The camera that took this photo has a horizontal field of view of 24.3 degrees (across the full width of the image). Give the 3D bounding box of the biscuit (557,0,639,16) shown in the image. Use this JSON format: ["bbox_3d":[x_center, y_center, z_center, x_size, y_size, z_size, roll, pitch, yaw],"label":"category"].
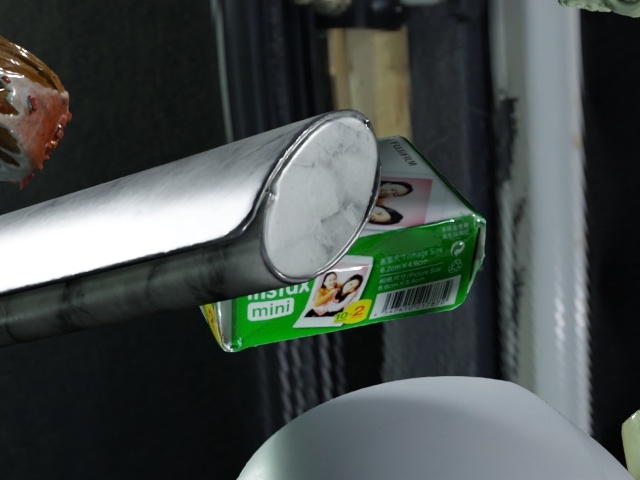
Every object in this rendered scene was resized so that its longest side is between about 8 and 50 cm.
[{"bbox_3d":[0.307,-0.300,1.296,0.335,0.078,0.329,46,-62,17],"label":"biscuit"}]

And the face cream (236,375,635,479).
[{"bbox_3d":[0.042,0.247,0.678,0.312,0.219,0.357,-40,-151,24],"label":"face cream"}]

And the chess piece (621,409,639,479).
[{"bbox_3d":[0.334,0.305,0.885,0.234,0.234,0.442,-23,-115,39],"label":"chess piece"}]

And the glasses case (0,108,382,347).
[{"bbox_3d":[-0.103,0.002,0.801,0.299,0.114,0.060,-13,-61,42],"label":"glasses case"}]

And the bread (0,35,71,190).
[{"bbox_3d":[-0.285,-0.111,1.205,0.160,0.160,0.073,-2,-123,39],"label":"bread"}]

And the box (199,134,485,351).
[{"bbox_3d":[0.000,0.000,1.303,0.180,0.250,0.103,-128,-146,-51],"label":"box"}]
